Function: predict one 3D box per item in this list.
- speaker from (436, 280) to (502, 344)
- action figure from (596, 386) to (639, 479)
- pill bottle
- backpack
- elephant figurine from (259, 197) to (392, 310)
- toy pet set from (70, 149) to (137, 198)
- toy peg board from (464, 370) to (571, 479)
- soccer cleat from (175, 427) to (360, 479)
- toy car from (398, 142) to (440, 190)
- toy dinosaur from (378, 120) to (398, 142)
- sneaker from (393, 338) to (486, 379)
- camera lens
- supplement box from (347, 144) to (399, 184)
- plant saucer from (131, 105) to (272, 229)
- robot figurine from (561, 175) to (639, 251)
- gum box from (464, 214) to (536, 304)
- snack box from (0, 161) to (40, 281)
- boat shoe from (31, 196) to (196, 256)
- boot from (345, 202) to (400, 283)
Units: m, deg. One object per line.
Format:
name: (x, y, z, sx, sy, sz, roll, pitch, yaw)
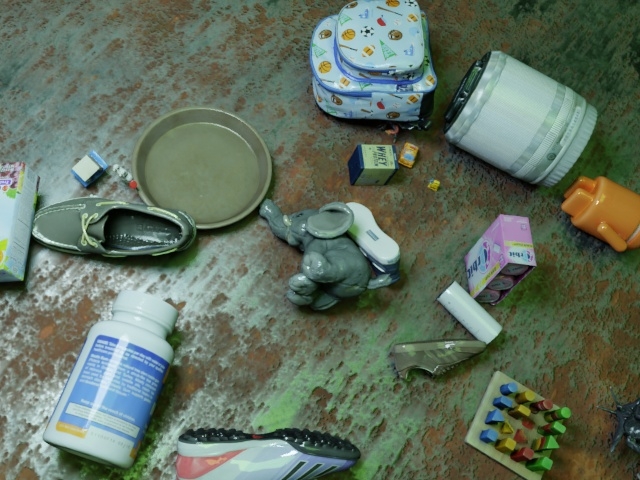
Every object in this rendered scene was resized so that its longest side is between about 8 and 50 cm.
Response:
speaker: (0.301, 0.147, 1.392, 0.136, 0.055, 0.055, 45, 66, 8)
action figure: (0.672, 0.398, 1.337, 0.276, 0.141, 0.164, 33, 71, 31)
pill bottle: (-0.338, 0.228, 1.158, 0.152, 0.152, 0.272, 21, 65, -4)
backpack: (0.107, -0.378, 1.466, 0.263, 0.213, 0.276, -6, 59, 7)
elephant figurine: (0.000, 0.000, 1.339, 0.186, 0.169, 0.239, 23, 44, -35)
toy pet set: (-0.428, -0.107, 1.332, 0.122, 0.065, 0.114, -43, 97, -1)
toy peg board: (0.388, 0.352, 1.317, 0.161, 0.079, 0.161, 32, 64, 1)
soccer cleat: (-0.089, 0.390, 1.188, 0.318, 0.108, 0.116, 5, 88, -13)
toy car: (0.226, -0.169, 1.512, 0.122, 0.040, 0.060, 39, 65, 5)
toy dinosaur: (0.156, -0.264, 1.519, 0.047, 0.090, 0.082, 10, 22, -20)
sneaker: (0.234, 0.231, 1.349, 0.188, 0.066, 0.071, -2, 87, -10)
camera lens: (0.422, -0.264, 1.498, 0.274, 0.219, 0.219, 28, 65, -1)
supplement box: (0.110, -0.159, 1.457, 0.083, 0.083, 0.056, -1, 70, -15)
plant saucer: (-0.237, -0.145, 1.389, 0.278, 0.041, 0.277, 4, 67, -9)
robot figurine: (0.644, -0.057, 1.518, 0.219, 0.158, 0.128, 26, 103, -2)
gum box: (0.354, 0.044, 1.379, 0.062, 0.188, 0.107, 6, 60, -10)
snack box: (-0.604, -0.029, 1.218, 0.175, 0.070, 0.207, -5, 69, 8)
boat shoe: (-0.385, -0.024, 1.262, 0.305, 0.091, 0.109, 2, 92, -5)
boot: (0.098, 0.007, 1.402, 0.069, 0.086, 0.190, -24, 47, -13)
